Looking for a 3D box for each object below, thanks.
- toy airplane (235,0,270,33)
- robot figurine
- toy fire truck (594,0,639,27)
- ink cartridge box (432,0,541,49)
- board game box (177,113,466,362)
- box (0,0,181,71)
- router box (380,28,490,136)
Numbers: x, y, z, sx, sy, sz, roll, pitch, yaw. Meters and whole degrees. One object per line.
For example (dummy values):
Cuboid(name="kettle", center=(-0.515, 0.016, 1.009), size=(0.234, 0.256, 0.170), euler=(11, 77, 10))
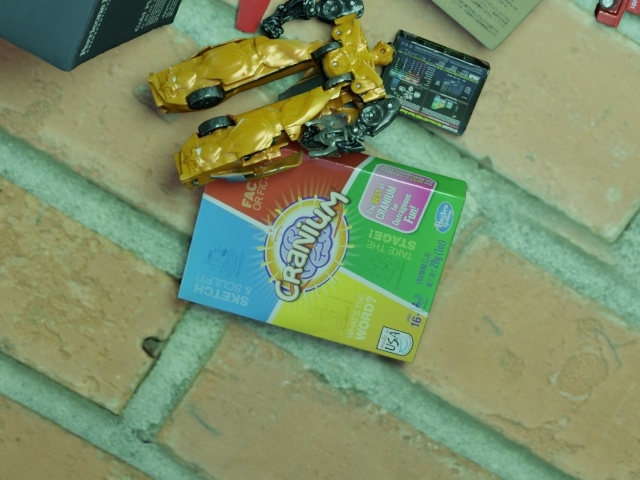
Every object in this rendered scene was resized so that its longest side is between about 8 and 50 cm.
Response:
Cuboid(name="toy airplane", center=(-0.093, -0.327, 1.927), size=(0.151, 0.028, 0.151), euler=(2, 111, 5))
Cuboid(name="robot figurine", center=(-0.048, -0.176, 1.915), size=(0.291, 0.085, 0.211), euler=(-19, 76, 1))
Cuboid(name="toy fire truck", center=(0.396, -0.283, 1.881), size=(0.135, 0.047, 0.192), euler=(18, 112, -2))
Cuboid(name="ink cartridge box", center=(0.174, -0.367, 1.837), size=(0.234, 0.088, 0.193), euler=(38, 111, -17))
Cuboid(name="board game box", center=(0.000, 0.000, 2.030), size=(0.316, 0.064, 0.242), euler=(15, 113, 0))
Cuboid(name="box", center=(-0.228, -0.398, 1.748), size=(0.179, 0.312, 0.343), euler=(28, 112, 5))
Cuboid(name="router box", center=(0.135, -0.191, 1.951), size=(0.122, 0.038, 0.092), euler=(21, 112, -2))
